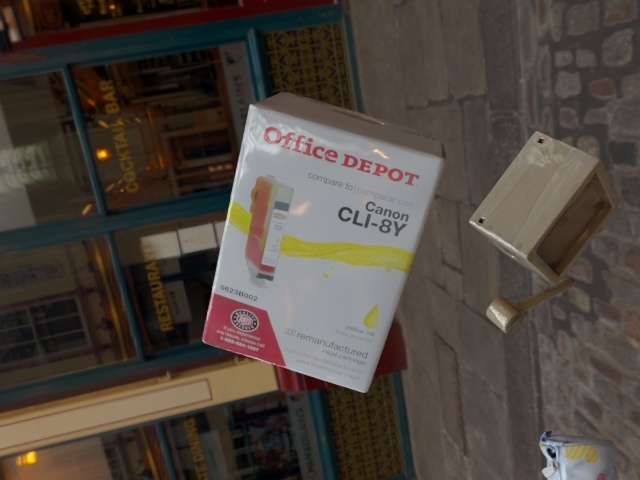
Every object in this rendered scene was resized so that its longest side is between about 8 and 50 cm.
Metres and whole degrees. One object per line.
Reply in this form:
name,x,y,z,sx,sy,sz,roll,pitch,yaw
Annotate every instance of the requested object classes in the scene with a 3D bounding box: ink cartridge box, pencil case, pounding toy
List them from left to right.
ink cartridge box,0.000,0.000,0.843,0.160,0.279,0.385,-63,-11,-69
pounding toy,0.252,0.004,0.665,0.094,0.206,0.181,41,-171,40
pencil case,0.414,0.443,0.852,0.113,0.124,0.273,-14,74,41
